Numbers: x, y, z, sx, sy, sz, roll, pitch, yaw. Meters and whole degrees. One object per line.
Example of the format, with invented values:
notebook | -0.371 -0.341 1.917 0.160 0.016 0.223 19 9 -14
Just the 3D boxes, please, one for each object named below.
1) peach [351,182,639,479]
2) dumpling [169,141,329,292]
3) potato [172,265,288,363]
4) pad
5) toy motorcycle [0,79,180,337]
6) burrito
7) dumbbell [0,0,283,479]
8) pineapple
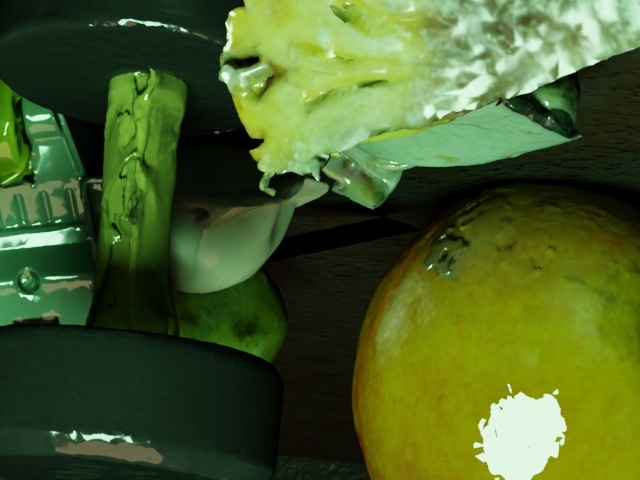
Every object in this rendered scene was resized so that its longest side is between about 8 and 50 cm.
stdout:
peach | 0.198 0.140 1.476 0.290 0.372 0.373 -7 161 44
dumpling | -0.082 -0.027 1.446 0.151 0.124 0.229 -29 -167 -35
potato | -0.182 0.070 1.639 0.304 0.215 0.216 -2 168 -24
pad | 0.000 0.000 1.535 0.157 0.003 0.112 -12 -170 -14
toy motorcycle | -0.210 0.002 1.332 0.191 0.326 0.200 -6 -160 1
burrito | 0.061 -0.095 1.177 0.144 0.089 0.229 32 151 -31
dumbbell | -0.114 -0.013 1.075 0.204 0.322 0.204 5 165 1
pineapple | 0.118 -0.189 0.731 0.344 0.209 0.286 -21 -172 34
